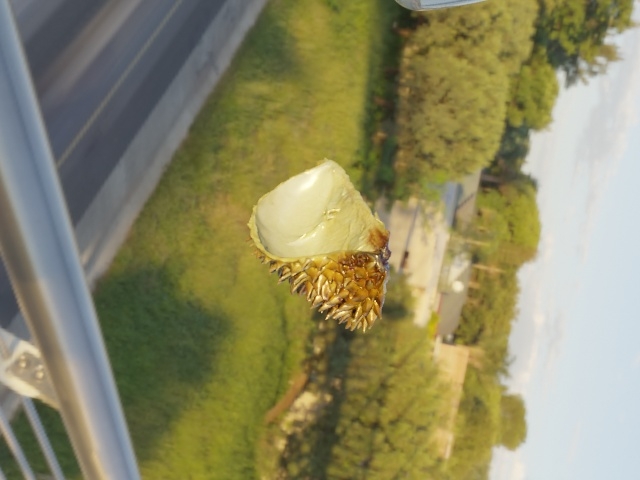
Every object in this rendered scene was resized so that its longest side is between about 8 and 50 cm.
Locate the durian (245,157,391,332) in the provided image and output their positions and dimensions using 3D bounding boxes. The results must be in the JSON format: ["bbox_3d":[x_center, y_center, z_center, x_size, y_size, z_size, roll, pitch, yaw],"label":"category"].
[{"bbox_3d":[0.000,0.000,0.925,0.139,0.144,0.252,-54,-154,14],"label":"durian"}]

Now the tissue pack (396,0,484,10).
[{"bbox_3d":[0.210,-0.429,1.034,0.236,0.333,0.229,91,-20,-71],"label":"tissue pack"}]
